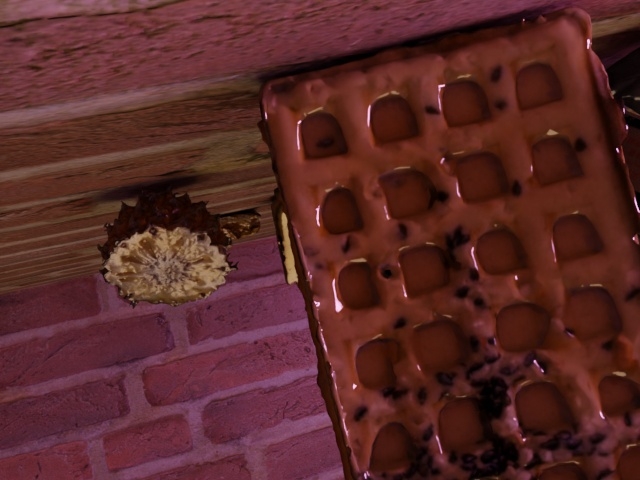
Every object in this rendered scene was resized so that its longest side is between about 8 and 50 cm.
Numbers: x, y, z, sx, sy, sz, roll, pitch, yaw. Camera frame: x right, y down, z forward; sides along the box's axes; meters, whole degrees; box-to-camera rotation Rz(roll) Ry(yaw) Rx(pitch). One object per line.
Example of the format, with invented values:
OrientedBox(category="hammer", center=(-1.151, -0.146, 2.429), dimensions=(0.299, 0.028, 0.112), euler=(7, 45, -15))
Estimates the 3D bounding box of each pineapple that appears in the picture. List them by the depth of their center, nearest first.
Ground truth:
OrientedBox(category="pineapple", center=(-0.205, -0.010, 1.020), dimensions=(0.176, 0.136, 0.161), euler=(-26, 135, 19))

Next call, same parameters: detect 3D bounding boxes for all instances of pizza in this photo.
OrientedBox(category="pizza", center=(-0.183, -0.027, 1.655), dimensions=(0.161, 0.062, 0.182), euler=(-21, 172, 39))

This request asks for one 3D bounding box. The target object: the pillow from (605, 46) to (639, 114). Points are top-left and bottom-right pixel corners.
OrientedBox(category="pillow", center=(0.392, -0.159, 0.692), dimensions=(0.250, 0.106, 0.186), euler=(-8, 176, 36))

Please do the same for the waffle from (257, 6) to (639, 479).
OrientedBox(category="waffle", center=(0.108, 0.038, 0.584), dimensions=(0.261, 0.376, 0.114), euler=(-11, 179, 1))

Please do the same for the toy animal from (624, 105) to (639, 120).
OrientedBox(category="toy animal", center=(0.353, -0.152, 1.117), dimensions=(0.221, 0.130, 0.103), euler=(11, 156, 16))

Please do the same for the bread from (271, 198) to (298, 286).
OrientedBox(category="bread", center=(0.001, 0.006, 1.539), dimensions=(0.184, 0.211, 0.224), euler=(-6, -177, -2))

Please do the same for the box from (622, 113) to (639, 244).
OrientedBox(category="box", center=(0.362, -0.040, 0.794), dimensions=(0.198, 0.084, 0.310), euler=(30, -174, -43))
